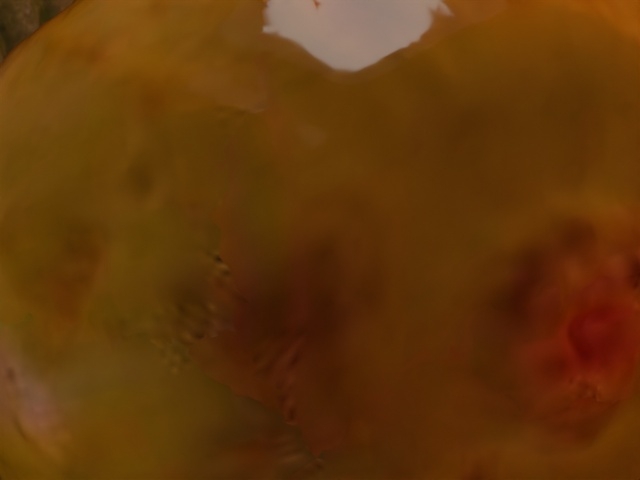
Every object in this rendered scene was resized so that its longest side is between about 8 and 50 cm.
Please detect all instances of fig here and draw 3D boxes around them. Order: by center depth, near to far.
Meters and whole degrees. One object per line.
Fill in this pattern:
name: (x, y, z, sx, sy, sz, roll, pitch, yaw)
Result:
fig: (0.003, 0.012, 0.509, 0.343, 0.343, 0.343, 2, 34, -1)

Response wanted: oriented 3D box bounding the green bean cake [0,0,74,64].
green bean cake: (-0.294, -0.148, 0.801, 0.250, 0.156, 0.247, 0, 30, 30)
